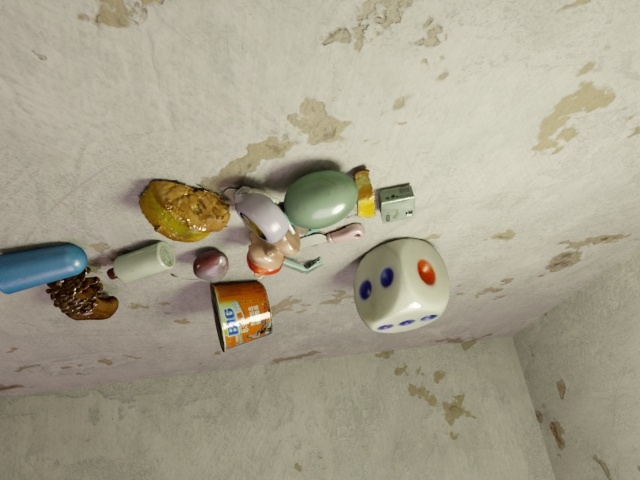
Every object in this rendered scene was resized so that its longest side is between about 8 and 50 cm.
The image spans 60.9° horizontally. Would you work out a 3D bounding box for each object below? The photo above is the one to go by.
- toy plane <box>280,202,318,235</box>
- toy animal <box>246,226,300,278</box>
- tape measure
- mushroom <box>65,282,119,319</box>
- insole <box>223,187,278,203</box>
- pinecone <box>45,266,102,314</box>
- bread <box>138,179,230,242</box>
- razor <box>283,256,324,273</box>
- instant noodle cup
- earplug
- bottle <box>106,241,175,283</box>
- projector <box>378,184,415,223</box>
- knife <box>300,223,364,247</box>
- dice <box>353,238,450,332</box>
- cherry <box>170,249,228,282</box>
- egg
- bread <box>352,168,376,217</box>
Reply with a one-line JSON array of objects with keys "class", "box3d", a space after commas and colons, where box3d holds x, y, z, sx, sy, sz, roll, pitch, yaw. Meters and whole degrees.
[{"class": "toy plane", "box3d": [-0.074, -0.076, 1.814, 0.096, 0.060, 0.235, -32, 144, 14]}, {"class": "toy animal", "box3d": [-0.169, 0.028, 1.867, 0.197, 0.171, 0.171, -37, 147, 14]}, {"class": "tape measure", "box3d": [-0.169, -0.075, 1.639, 0.105, 0.178, 0.196, -45, 159, -15]}, {"class": "mushroom", "box3d": [-0.900, 0.251, 2.100, 0.194, 0.138, 0.231, -23, 151, 27]}, {"class": "insole", "box3d": [-0.215, -0.132, 1.698, 0.191, 0.010, 0.063, 12, 147, -36]}, {"class": "pinecone", "box3d": [-0.859, 0.173, 1.915, 0.179, 0.150, 0.195, -4, 114, 9]}, {"class": "bread", "box3d": [-0.397, -0.071, 1.611, 0.160, 0.147, 0.260, -31, 147, 33]}, {"class": "razor", "box3d": [-0.121, 0.088, 2.122, 0.277, 0.056, 0.111, 15, 146, -41]}, {"class": "instant noodle cup", "box3d": [-0.328, 0.302, 2.262, 0.213, 0.297, 0.296, -10, 155, -16]}, {"class": "earplug", "box3d": [-0.903, 0.082, 1.783, 0.272, 0.133, 0.132, -13, 154, -2]}, {"class": "bottle", "box3d": [-0.634, 0.085, 1.892, 0.245, 0.104, 0.104, -17, 153, 16]}, {"class": "projector", "box3d": [0.254, -0.122, 1.815, 0.115, 0.061, 0.147, -10, 154, 3]}, {"class": "knife", "box3d": [-0.001, -0.001, 2.005, 0.335, 0.043, 0.081, -14, 148, 15]}, {"class": "dice", "box3d": [0.323, 0.187, 2.187, 0.276, 0.305, 0.304, 10, 149, -34]}, {"class": "cherry", "box3d": [-0.419, 0.086, 1.961, 0.188, 0.115, 0.148, 16, 164, -32]}, {"class": "egg", "box3d": [0.001, -0.121, 1.610, 0.230, 0.168, 0.168, -16, 153, 14]}, {"class": "bread", "box3d": [0.136, -0.141, 1.692, 0.065, 0.103, 0.187, -7, 159, 1]}]
